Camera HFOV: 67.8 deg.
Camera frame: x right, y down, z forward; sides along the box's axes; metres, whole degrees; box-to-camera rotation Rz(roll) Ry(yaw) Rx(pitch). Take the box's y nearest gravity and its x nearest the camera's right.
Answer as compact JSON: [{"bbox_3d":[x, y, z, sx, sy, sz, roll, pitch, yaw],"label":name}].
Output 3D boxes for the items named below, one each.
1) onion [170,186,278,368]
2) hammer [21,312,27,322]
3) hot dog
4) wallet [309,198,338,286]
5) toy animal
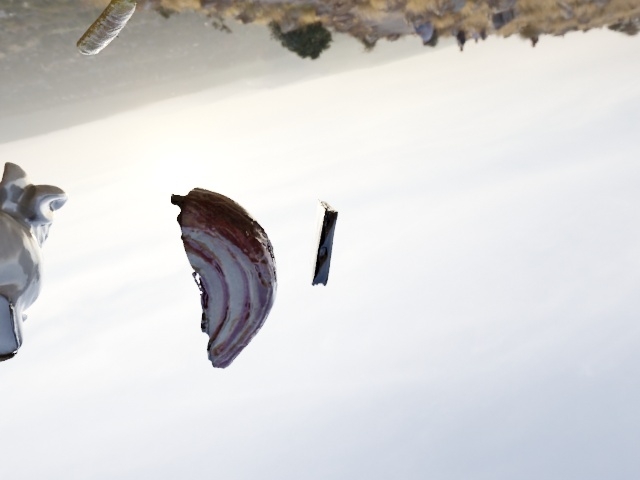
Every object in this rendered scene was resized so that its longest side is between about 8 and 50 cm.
[{"bbox_3d":[-0.143,0.035,0.859,0.146,0.315,0.280,-11,-158,7],"label":"onion"},{"bbox_3d":[-0.608,0.137,0.909,0.116,0.070,0.194,-27,171,-19],"label":"hammer"},{"bbox_3d":[-0.617,-0.615,1.370,0.285,0.061,0.088,-16,-161,45],"label":"hot dog"},{"bbox_3d":[0.002,0.000,1.054,0.036,0.168,0.222,7,-171,-5],"label":"wallet"},{"bbox_3d":[-0.478,-0.002,0.683,0.193,0.258,0.357,19,-157,-23],"label":"toy animal"}]
